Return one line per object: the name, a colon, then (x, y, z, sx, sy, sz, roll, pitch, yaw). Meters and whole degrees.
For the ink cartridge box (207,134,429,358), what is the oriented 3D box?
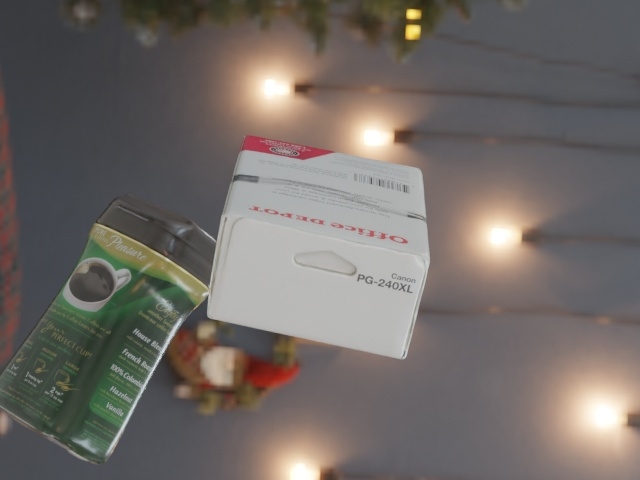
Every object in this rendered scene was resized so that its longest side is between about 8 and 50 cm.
ink cartridge box: (0.000, 0.000, 0.909, 0.150, 0.109, 0.063, -84, -174, -70)

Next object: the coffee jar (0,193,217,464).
coffee jar: (-0.149, 0.060, 1.176, 0.184, 0.096, 0.079, -59, 139, -9)
